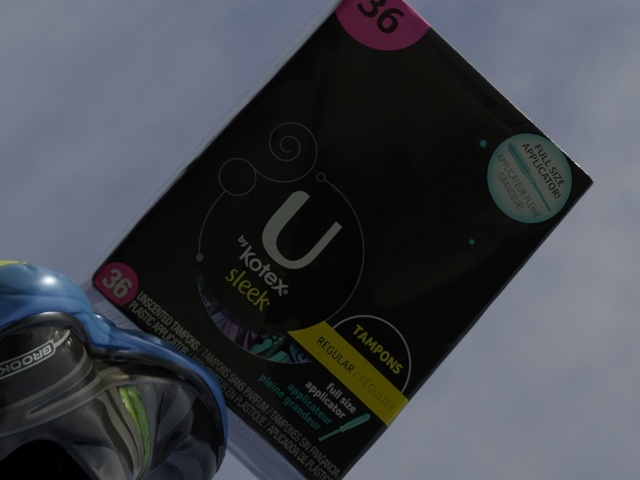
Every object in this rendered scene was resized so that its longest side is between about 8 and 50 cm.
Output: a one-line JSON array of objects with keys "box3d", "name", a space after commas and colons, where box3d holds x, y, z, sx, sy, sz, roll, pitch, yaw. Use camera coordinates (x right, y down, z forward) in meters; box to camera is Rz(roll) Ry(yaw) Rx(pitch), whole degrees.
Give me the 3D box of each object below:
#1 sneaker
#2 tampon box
[{"box3d": [-0.084, 0.061, 0.642, 0.067, 0.188, 0.078, 3, -104, 18], "name": "sneaker"}, {"box3d": [0.000, 0.000, 0.770, 0.120, 0.101, 0.161, 42, -103, -7], "name": "tampon box"}]
